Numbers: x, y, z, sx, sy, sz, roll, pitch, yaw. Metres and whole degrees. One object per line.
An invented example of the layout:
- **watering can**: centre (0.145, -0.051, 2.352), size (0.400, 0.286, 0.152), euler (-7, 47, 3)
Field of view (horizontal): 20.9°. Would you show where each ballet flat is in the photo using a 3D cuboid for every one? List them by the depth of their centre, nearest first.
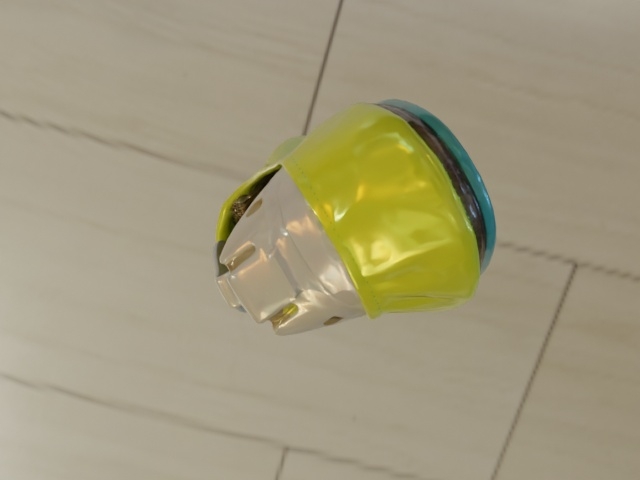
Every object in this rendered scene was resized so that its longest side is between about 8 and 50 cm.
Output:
- **ballet flat**: centre (0.000, 0.000, 0.614), size (0.077, 0.231, 0.077), euler (-30, 96, -7)
